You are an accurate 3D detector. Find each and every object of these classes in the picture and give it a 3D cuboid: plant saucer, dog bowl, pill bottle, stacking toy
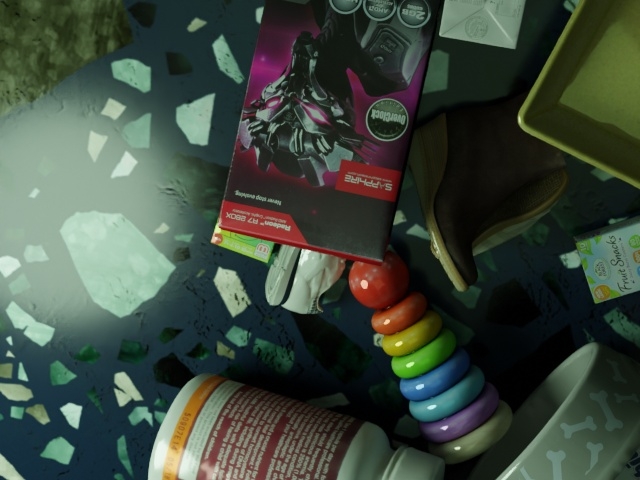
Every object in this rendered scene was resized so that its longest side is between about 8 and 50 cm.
[{"bbox_3d":[0.475,-0.229,1.239,0.333,0.081,0.332,27,103,-2],"label":"plant saucer"},{"bbox_3d":[0.323,0.286,1.309,0.102,0.349,0.349,39,109,8],"label":"dog bowl"},{"bbox_3d":[-0.031,0.353,1.385,0.392,0.224,0.224,14,110,17],"label":"pill bottle"},{"bbox_3d":[0.145,0.162,1.401,0.141,0.141,0.330,-31,95,15],"label":"stacking toy"}]

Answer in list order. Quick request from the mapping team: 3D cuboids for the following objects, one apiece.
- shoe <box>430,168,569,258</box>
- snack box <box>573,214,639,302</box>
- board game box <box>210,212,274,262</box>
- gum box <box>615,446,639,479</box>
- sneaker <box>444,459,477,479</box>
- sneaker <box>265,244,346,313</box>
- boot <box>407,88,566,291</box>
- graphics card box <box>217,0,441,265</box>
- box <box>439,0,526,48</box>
[{"bbox_3d":[0.258,-0.038,1.357,0.219,0.058,0.076,-32,64,12],"label":"shoe"},{"bbox_3d":[0.448,0.021,1.356,0.141,0.037,0.100,-18,104,13],"label":"snack box"},{"bbox_3d":[-0.090,-0.068,1.393,0.092,0.043,0.181,20,109,1],"label":"board game box"},{"bbox_3d":[0.493,0.356,1.426,0.107,0.062,0.188,-35,115,18],"label":"gum box"},{"bbox_3d":[0.138,0.422,1.477,0.267,0.101,0.106,-38,64,-8],"label":"sneaker"},{"bbox_3d":[0.000,0.000,1.393,0.095,0.090,0.235,18,111,-18],"label":"sneaker"},{"bbox_3d":[0.238,-0.072,1.294,0.207,0.090,0.248,-17,79,8],"label":"boot"},{"bbox_3d":[0.013,-0.169,1.272,0.233,0.094,0.371,13,91,4],"label":"graphics card box"},{"bbox_3d":[0.203,-0.335,1.140,0.087,0.290,0.169,10,111,5],"label":"box"}]
